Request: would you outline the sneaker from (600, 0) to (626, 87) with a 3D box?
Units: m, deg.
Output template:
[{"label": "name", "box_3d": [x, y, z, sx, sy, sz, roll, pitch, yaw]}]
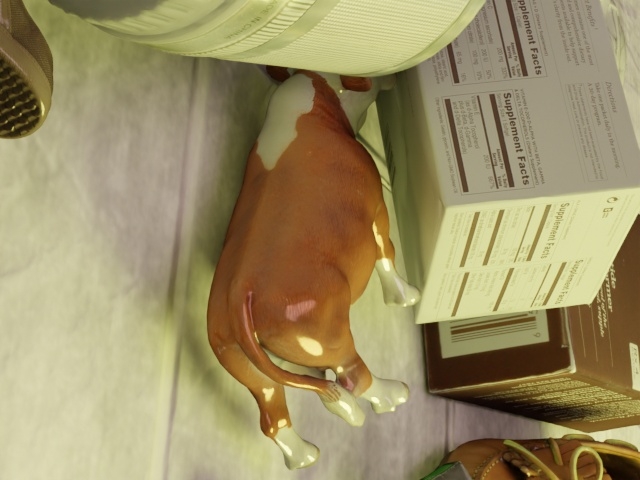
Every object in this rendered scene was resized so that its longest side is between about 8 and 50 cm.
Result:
[{"label": "sneaker", "box_3d": [0.283, -0.172, 1.588, 0.152, 0.114, 0.305, 58, 34, -31]}]

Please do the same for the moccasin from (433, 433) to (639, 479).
[{"label": "moccasin", "box_3d": [0.200, 0.231, 1.246, 0.380, 0.147, 0.139, 13, 68, -60]}]

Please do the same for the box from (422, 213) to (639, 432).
[{"label": "box", "box_3d": [0.231, 0.064, 1.382, 0.381, 0.143, 0.191, 21, 61, -60]}]

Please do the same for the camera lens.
[{"label": "camera lens", "box_3d": [-0.027, -0.216, 0.897, 0.274, 0.219, 0.219, -2, 81, -53]}]

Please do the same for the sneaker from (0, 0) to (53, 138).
[{"label": "sneaker", "box_3d": [-0.199, -0.137, 0.757, 0.071, 0.066, 0.188, -94, 162, -51]}]

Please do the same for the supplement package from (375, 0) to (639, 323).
[{"label": "supplement package", "box_3d": [0.129, -0.100, 1.118, 0.204, 0.145, 0.262, 95, -12, -64]}]

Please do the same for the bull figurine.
[{"label": "bull figurine", "box_3d": [0.000, 0.000, 1.013, 0.188, 0.101, 0.310, 62, 32, -32]}]

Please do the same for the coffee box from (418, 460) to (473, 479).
[{"label": "coffee box", "box_3d": [0.100, 0.261, 1.044, 0.113, 0.040, 0.184, -30, 88, -18]}]
